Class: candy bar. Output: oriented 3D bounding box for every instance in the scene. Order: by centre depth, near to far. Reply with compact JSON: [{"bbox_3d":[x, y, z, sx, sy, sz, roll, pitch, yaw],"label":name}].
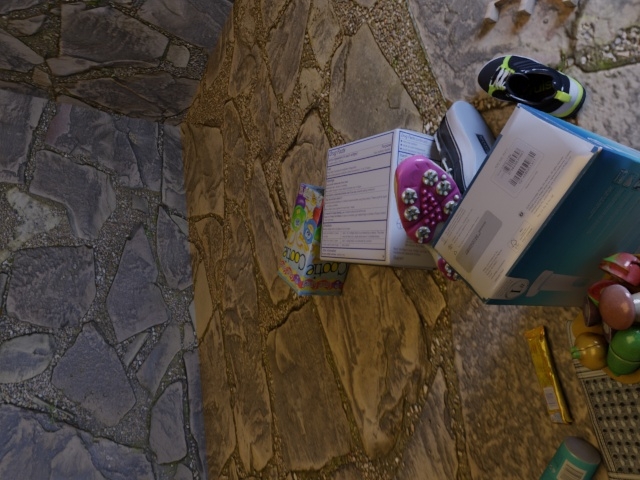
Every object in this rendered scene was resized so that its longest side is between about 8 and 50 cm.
[{"bbox_3d":[0.378,0.225,0.764,0.040,0.018,0.162,-39,54,53],"label":"candy bar"}]

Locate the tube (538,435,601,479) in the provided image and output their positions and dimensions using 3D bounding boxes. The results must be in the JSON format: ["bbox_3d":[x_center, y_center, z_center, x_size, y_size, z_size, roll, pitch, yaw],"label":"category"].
[{"bbox_3d":[0.371,0.406,0.726,0.080,0.052,0.207,49,131,55],"label":"tube"}]

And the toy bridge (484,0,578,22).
[{"bbox_3d":[0.387,-0.451,0.848,0.188,0.026,0.063,25,104,56],"label":"toy bridge"}]

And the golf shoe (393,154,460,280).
[{"bbox_3d":[0.203,-0.049,0.854,0.115,0.306,0.140,-33,39,7],"label":"golf shoe"}]

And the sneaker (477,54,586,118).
[{"bbox_3d":[0.353,-0.284,0.807,0.235,0.097,0.084,47,123,50],"label":"sneaker"}]

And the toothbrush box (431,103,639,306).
[{"bbox_3d":[0.335,-0.028,0.614,0.126,0.295,0.216,58,133,46],"label":"toothbrush box"}]

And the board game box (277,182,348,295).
[{"bbox_3d":[0.000,0.000,1.276,0.142,0.144,0.275,37,117,53],"label":"board game box"}]

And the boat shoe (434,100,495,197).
[{"bbox_3d":[0.284,-0.128,0.882,0.105,0.113,0.306,-53,41,48],"label":"boat shoe"}]

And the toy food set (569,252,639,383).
[{"bbox_3d":[0.356,0.085,0.557,0.128,0.071,0.218,-97,8,-49],"label":"toy food set"}]

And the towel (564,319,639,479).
[{"bbox_3d":[0.429,0.219,0.541,0.324,0.056,0.312,110,154,-69],"label":"towel"}]

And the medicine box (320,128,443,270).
[{"bbox_3d":[0.136,-0.085,1.070,0.263,0.149,0.289,1,86,58],"label":"medicine box"}]
